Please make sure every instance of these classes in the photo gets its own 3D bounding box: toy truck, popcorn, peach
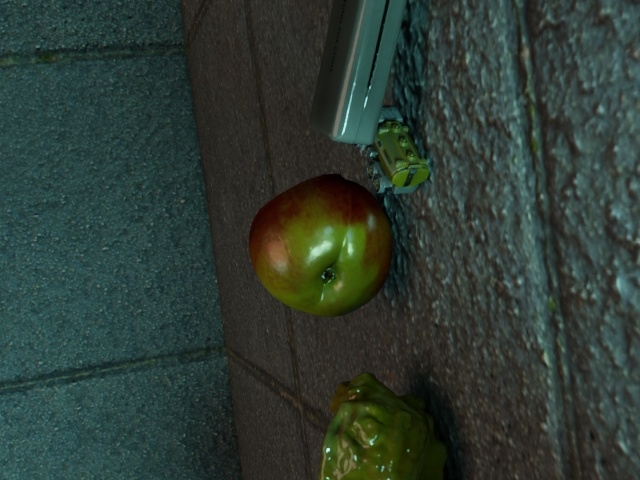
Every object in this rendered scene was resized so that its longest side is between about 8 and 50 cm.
[{"bbox_3d":[0.081,-0.105,0.888,0.063,0.052,0.123,107,150,-47],"label":"toy truck"},{"bbox_3d":[0.075,0.257,0.920,0.197,0.155,0.198,-5,-90,-86],"label":"popcorn"},{"bbox_3d":[0.000,0.000,0.991,0.192,0.190,0.190,-115,23,-57],"label":"peach"}]

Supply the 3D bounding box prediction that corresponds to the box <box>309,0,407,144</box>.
[{"bbox_3d":[0.047,-0.231,0.842,0.103,0.055,0.244,-133,52,-63],"label":"box"}]
